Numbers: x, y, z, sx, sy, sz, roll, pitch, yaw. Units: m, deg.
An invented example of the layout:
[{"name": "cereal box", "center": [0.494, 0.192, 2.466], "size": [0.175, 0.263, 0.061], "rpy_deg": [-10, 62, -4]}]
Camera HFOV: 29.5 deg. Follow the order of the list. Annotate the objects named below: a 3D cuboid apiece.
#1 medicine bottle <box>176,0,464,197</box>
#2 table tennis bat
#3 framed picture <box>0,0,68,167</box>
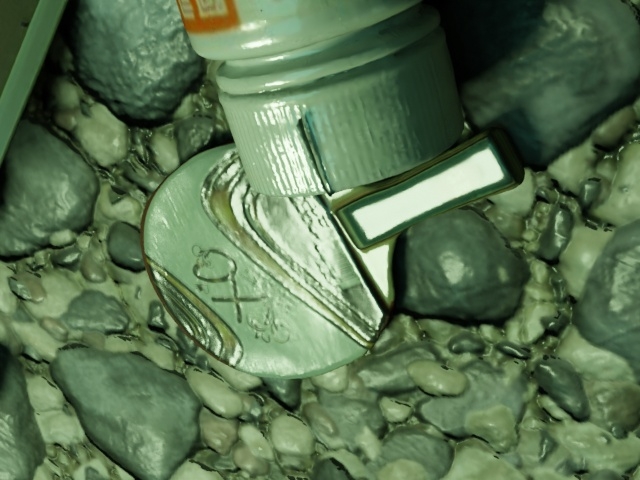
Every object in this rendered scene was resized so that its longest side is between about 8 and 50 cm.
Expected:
[{"name": "medicine bottle", "center": [-0.012, -0.159, 0.632], "size": [0.144, 0.144, 0.252], "rpy_deg": [-8, 112, 32]}, {"name": "table tennis bat", "center": [0.000, 0.000, 0.783], "size": [0.301, 0.022, 0.173], "rpy_deg": [-22, 103, 38]}, {"name": "framed picture", "center": [-0.307, -0.108, 0.792], "size": [0.232, 0.019, 0.296], "rpy_deg": [24, 98, -3]}]
